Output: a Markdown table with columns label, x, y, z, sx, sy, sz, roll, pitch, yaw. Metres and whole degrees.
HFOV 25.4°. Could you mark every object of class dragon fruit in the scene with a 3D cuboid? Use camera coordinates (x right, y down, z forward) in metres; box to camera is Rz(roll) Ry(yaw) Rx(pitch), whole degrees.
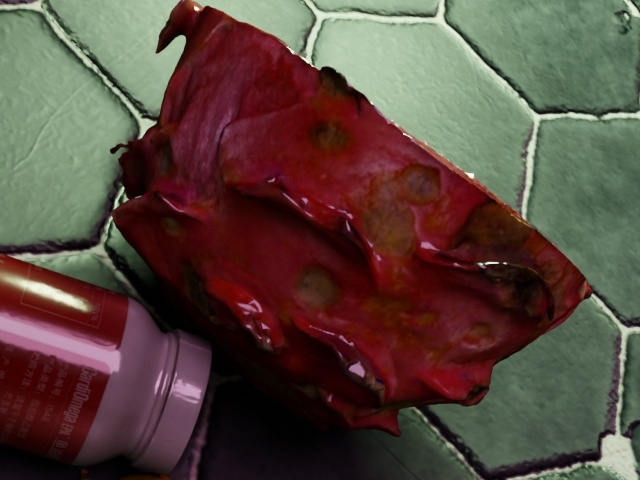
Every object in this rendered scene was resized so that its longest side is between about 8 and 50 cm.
| label | x | y | z | sx | sy | sz | roll | pitch | yaw |
| --- | --- | --- | --- | --- | --- | --- | --- | --- | --- |
| dragon fruit | 0.000 | 0.000 | 1.096 | 0.386 | 0.371 | 0.249 | 35 | 90 | 2 |

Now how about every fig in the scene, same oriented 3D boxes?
| label | x | y | z | sx | sy | sz | roll | pitch | yaw |
| --- | --- | --- | --- | --- | --- | --- | --- | --- | --- |
| fig | -0.142 | 0.191 | 1.059 | 0.083 | 0.050 | 0.050 | 23 | 52 | 1 |

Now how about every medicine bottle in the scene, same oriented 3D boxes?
| label | x | y | z | sx | sy | sz | roll | pitch | yaw |
| --- | --- | --- | --- | --- | --- | --- | --- | --- | --- |
| medicine bottle | -0.213 | 0.083 | 1.025 | 0.250 | 0.131 | 0.131 | 20 | 53 | -14 |
